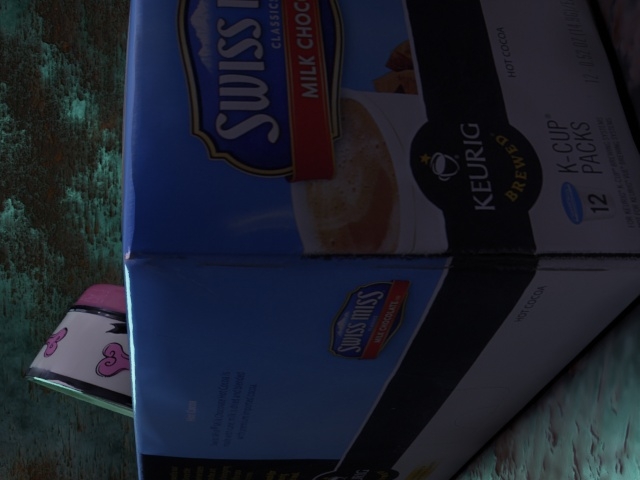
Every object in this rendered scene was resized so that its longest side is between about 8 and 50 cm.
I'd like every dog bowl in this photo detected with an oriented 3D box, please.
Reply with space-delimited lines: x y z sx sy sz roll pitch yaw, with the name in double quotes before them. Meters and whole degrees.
"dog bowl" -0.189 0.189 1.220 0.408 0.408 0.150 126 162 -73

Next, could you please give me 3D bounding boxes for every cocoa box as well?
"cocoa box" 0.000 0.000 0.531 0.347 0.228 0.231 107 161 -58
